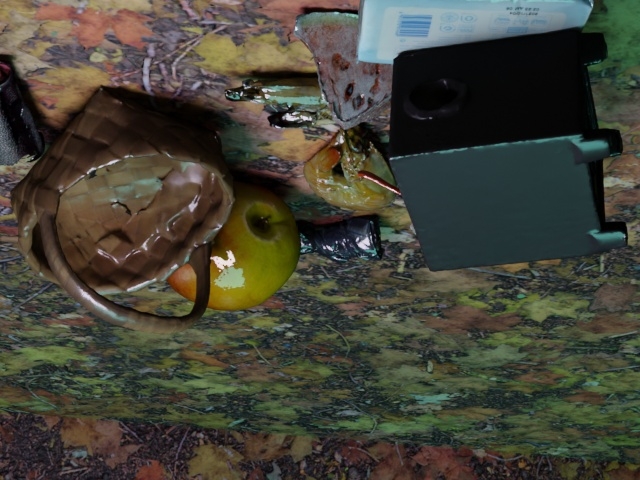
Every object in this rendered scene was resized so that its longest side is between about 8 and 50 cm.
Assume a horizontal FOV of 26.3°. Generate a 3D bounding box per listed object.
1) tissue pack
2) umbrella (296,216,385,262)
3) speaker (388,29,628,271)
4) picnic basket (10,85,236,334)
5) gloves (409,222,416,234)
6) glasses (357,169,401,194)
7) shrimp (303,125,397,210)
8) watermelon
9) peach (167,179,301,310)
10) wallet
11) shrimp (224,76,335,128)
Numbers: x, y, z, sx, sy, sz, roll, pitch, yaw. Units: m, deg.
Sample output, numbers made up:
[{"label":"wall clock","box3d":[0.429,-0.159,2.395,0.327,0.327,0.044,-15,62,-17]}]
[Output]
[{"label":"tissue pack","box3d":[0.177,-0.277,1.629,0.263,0.089,0.177,1,159,-3]},{"label":"umbrella","box3d":[0.001,0.001,2.364,0.224,0.080,0.071,-3,-168,20]},{"label":"speaker","box3d":[0.228,-0.108,1.641,0.253,0.184,0.232,-7,140,15]},{"label":"picnic basket","box3d":[-0.275,0.000,1.966,0.293,0.337,0.337,19,153,-37]},{"label":"gloves","box3d":[0.170,-0.034,2.287,0.081,0.037,0.044,-35,177,33]},{"label":"glasses","box3d":[0.185,-0.138,1.811,0.268,0.118,0.234,1,117,-1]},{"label":"shrimp","box3d":[0.043,-0.111,2.088,0.145,0.061,0.267,9,162,8]},{"label":"watermelon","box3d":[0.040,-0.212,1.752,0.187,0.139,0.071,21,177,-6]},{"label":"peach","box3d":[-0.147,0.008,2.204,0.230,0.231,0.231,2,158,1]},{"label":"wallet","box3d":[-0.538,-0.188,1.941,0.262,0.071,0.221,7,159,5]},{"label":"shrimp","box3d":[-0.033,-0.187,1.921,0.217,0.051,0.150,4,165,-14]}]
